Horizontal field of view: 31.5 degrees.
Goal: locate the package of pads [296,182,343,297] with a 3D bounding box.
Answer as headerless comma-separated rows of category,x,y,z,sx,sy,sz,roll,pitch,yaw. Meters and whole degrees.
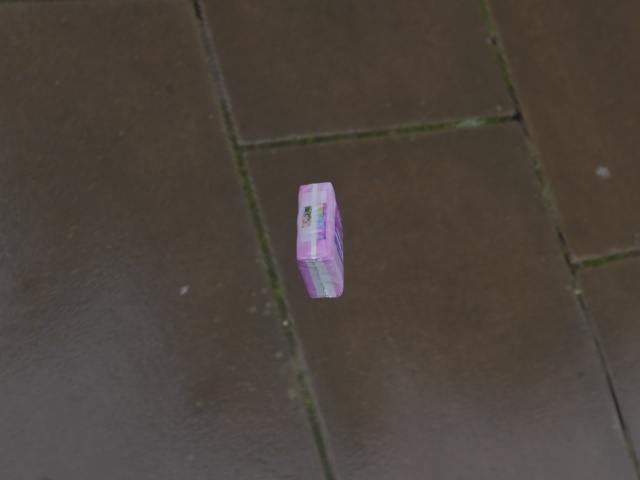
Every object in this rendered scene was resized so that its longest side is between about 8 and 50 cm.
package of pads,0.000,0.000,0.895,0.032,0.050,0.083,-7,47,8
